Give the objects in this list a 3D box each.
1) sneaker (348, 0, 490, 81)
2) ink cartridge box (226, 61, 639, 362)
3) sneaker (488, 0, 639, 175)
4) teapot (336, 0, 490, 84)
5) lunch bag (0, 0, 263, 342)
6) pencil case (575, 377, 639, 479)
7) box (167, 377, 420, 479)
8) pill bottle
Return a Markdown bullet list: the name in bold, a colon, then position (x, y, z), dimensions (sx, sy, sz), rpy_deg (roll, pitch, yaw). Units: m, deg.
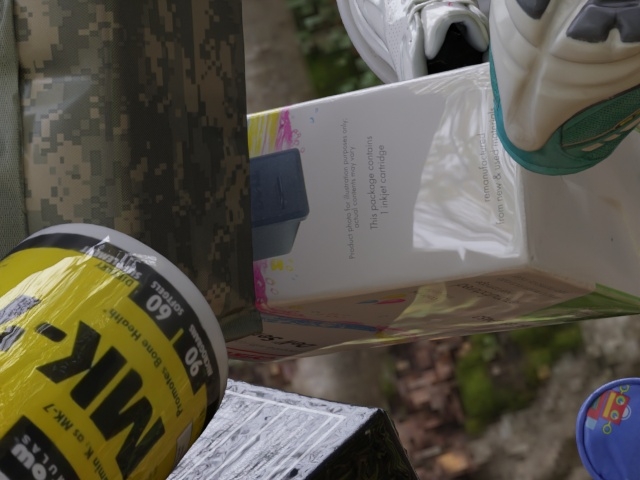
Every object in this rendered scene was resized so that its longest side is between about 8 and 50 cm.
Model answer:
- **sneaker**: position (0.082, -0.143, 1.165), dimensions (0.090, 0.232, 0.115), rpy_deg (-13, -23, -11)
- **ink cartridge box**: position (0.000, 0.000, 1.038), dimensions (0.353, 0.119, 0.207), rpy_deg (-9, -13, 29)
- **sneaker**: position (0.142, -0.134, 0.640), dimensions (0.275, 0.107, 0.110), rpy_deg (-46, -20, -27)
- **teapot**: position (0.145, -0.223, 1.377), dimensions (0.256, 0.253, 0.187), rpy_deg (-1, 11, 22)
- **lunch bag**: position (-0.191, -0.058, 0.910), dimensions (0.287, 0.235, 0.169), rpy_deg (0, 4, 28)
- **pencil case**: position (0.355, 0.196, 1.795), dimensions (0.133, 0.119, 0.306), rpy_deg (3, 0, 20)
- **box**: position (-0.106, 0.257, 1.270), dimensions (0.296, 0.183, 0.294), rpy_deg (-41, 29, -29)
- **pill bottle**: position (-0.133, 0.093, 0.703), dimensions (0.119, 0.119, 0.208), rpy_deg (-16, 23, 36)
